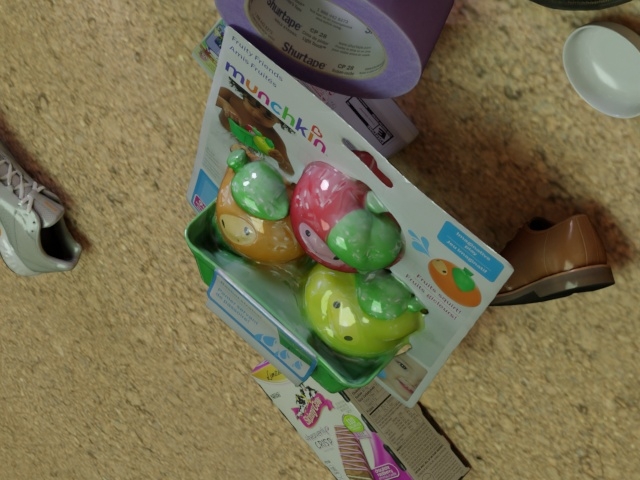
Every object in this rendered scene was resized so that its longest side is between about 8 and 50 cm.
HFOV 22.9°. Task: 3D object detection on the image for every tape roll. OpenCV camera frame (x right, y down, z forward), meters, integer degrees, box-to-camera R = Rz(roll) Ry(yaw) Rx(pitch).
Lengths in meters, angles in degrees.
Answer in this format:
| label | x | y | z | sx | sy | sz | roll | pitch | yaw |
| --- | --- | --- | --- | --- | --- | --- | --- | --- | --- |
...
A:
| label | x | y | z | sx | sy | sz | roll | pitch | yaw |
| --- | --- | --- | --- | --- | --- | --- | --- | --- | --- |
| tape roll | 0.011 | -0.203 | 1.317 | 0.189 | 0.080 | 0.189 | 21 | 160 | 8 |

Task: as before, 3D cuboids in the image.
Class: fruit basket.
| label | x | y | z | sx | sy | sz | roll | pitch | yaw |
| --- | --- | --- | --- | --- | --- | --- | --- | --- | --- |
| fruit basket | 0.000 | 0.000 | 1.472 | 0.327 | 0.165 | 0.353 | 41 | 159 | 8 |

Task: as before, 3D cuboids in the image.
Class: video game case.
| label | x | y | z | sx | sy | sz | roll | pitch | yaw |
| --- | --- | --- | --- | --- | --- | --- | --- | --- | --- |
| video game case | -0.019 | -0.146 | 1.541 | 0.212 | 0.023 | 0.193 | 49 | 149 | -3 |

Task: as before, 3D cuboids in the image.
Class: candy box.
| label | x | y | z | sx | sy | sz | roll | pitch | yaw |
| --- | --- | --- | --- | --- | --- | --- | --- | --- | --- |
| candy box | 0.042 | 0.207 | 1.808 | 0.233 | 0.071 | 0.159 | 51 | 150 | -3 |

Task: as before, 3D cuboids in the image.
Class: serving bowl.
| label | x | y | z | sx | sy | sz | roll | pitch | yaw |
| --- | --- | --- | --- | --- | --- | --- | --- | --- | --- |
| serving bowl | 0.230 | -0.137 | 1.229 | 0.083 | 0.027 | 0.083 | 32 | 146 | 25 |

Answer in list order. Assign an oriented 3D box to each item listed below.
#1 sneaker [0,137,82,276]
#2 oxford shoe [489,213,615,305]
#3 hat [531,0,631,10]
| label | x | y | z | sx | sy | sz | roll | pitch | yaw |
| --- | --- | --- | --- | --- | --- | --- | --- | --- | --- |
| sneaker | -0.393 | -0.063 | 2.054 | 0.121 | 0.099 | 0.262 | 2 | 134 | 42 |
| oxford shoe | 0.193 | 0.020 | 1.434 | 0.212 | 0.076 | 0.076 | -23 | 75 | 61 |
| hat | 0.111 | -0.282 | 1.119 | 0.331 | 0.134 | 0.331 | 33 | 146 | 26 |
